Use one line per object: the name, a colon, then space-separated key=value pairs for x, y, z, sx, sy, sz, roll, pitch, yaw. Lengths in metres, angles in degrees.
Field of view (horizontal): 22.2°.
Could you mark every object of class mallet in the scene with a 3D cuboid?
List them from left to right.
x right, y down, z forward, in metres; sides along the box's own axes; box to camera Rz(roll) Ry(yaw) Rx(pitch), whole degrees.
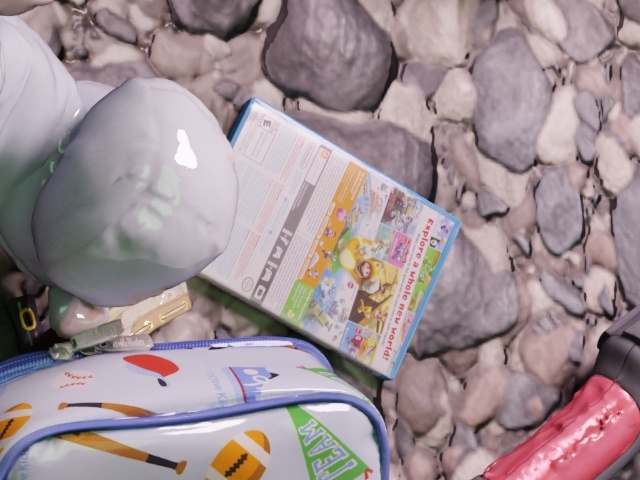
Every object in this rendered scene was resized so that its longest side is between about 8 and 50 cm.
mallet: x=-0.141 y=0.123 z=0.959 sx=0.062 sy=0.039 sz=0.190 roll=-8 pitch=83 yaw=-24

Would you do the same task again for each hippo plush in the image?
hippo plush: x=-0.180 y=-0.035 z=0.842 sx=0.236 sy=0.294 sz=0.234 roll=43 pitch=70 yaw=-26

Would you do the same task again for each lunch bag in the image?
lunch bag: x=-0.092 y=0.192 z=0.880 sx=0.243 sy=0.115 sz=0.303 roll=-4 pitch=110 yaw=-22

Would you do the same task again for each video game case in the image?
video game case: x=0.000 y=0.000 z=1.044 sx=0.166 sy=0.015 sz=0.119 roll=30 pitch=72 yaw=-18

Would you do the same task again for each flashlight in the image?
flashlight: x=0.140 y=0.140 z=1.043 sx=0.304 sy=0.103 sz=0.103 roll=-37 pitch=96 yaw=-22

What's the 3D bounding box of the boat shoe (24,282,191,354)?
boat shoe: x=-0.122 y=0.056 z=0.953 sx=0.135 sy=0.050 sz=0.045 roll=-40 pitch=109 yaw=-39
